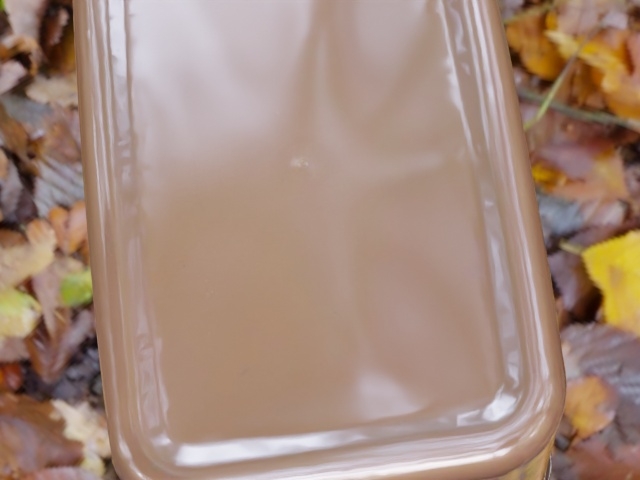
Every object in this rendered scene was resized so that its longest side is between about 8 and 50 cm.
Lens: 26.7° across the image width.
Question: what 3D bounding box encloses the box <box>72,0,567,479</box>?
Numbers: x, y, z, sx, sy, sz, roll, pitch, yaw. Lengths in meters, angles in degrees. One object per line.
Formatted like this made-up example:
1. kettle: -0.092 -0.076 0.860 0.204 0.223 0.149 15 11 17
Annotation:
1. box: 0.000 0.000 0.763 0.239 0.229 0.339 -8 72 1
